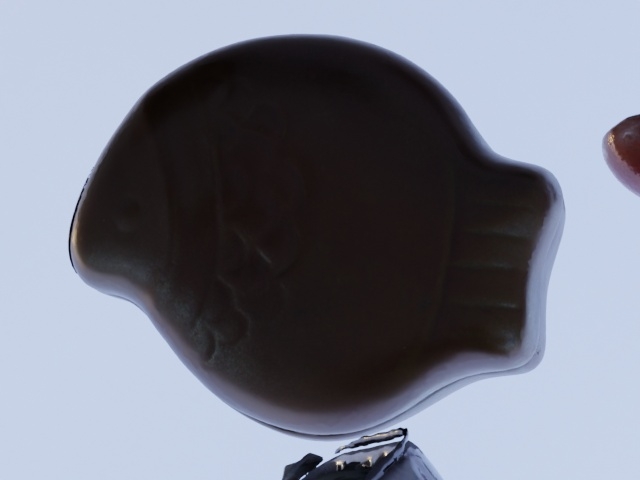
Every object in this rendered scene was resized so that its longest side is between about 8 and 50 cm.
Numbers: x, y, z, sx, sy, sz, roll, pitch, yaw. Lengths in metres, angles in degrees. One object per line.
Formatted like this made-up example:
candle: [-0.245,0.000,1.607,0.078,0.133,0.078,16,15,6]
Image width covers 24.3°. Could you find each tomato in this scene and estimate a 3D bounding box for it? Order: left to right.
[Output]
tomato: [0.386,-0.076,1.502,0.174,0.166,0.082,-22,-123,46]

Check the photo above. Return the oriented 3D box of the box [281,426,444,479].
box: [0.057,0.273,0.619,0.190,0.369,0.112,-37,-176,-31]

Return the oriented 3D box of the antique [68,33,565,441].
antique: [0.000,0.000,0.840,0.278,0.129,0.223,4,-95,17]
